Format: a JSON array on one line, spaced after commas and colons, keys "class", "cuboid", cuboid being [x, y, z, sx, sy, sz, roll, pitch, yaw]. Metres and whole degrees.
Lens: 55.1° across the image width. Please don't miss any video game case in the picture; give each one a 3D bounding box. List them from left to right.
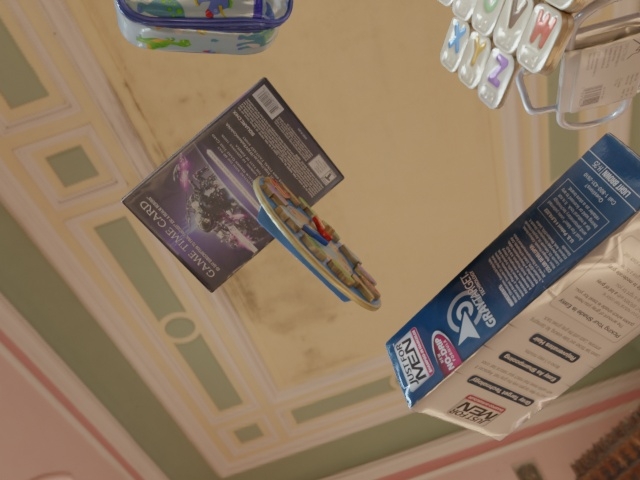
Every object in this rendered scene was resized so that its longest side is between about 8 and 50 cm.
[{"class": "video game case", "cuboid": [-0.125, -0.079, 0.920, 0.274, 0.026, 0.196, -41, -69, -1]}]

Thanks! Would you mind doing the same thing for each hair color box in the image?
[{"class": "hair color box", "cuboid": [0.254, 0.069, 0.687, 0.174, 0.105, 0.347, 27, -64, -31]}]

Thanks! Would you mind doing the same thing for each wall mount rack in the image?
[{"class": "wall mount rack", "cuboid": [0.441, -0.300, 0.879, 0.304, 0.130, 0.350, -13, -19, 13]}]

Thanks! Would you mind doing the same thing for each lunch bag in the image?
[{"class": "lunch bag", "cuboid": [-0.113, -0.298, 0.598, 0.176, 0.090, 0.219, -1, -95, -16]}]

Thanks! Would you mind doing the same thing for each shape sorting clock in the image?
[{"class": "shape sorting clock", "cuboid": [0.000, 0.000, 0.711, 0.206, 0.206, 0.040, 36, -78, -34]}]

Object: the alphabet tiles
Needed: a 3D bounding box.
[{"class": "alphabet tiles", "cuboid": [0.222, -0.317, 0.741, 0.021, 0.284, 0.278, 2, -53, -21]}]
